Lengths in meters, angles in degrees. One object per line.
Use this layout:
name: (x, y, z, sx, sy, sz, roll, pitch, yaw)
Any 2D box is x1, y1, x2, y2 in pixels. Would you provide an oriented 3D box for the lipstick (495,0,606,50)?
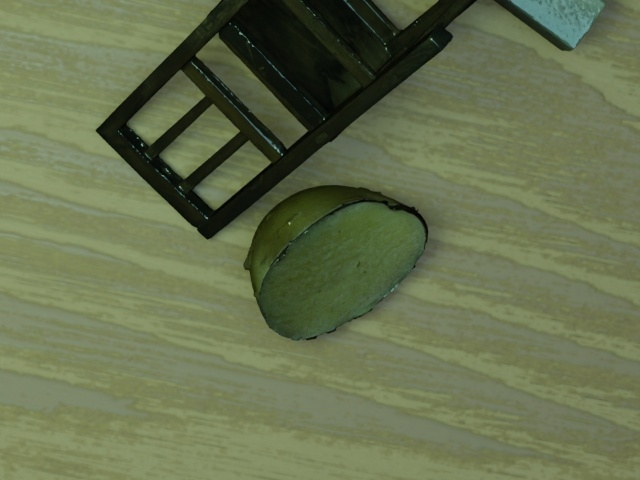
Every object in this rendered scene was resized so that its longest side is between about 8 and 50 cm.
lipstick: (0.162, -0.325, 1.733, 0.317, 0.066, 0.068, 36, 91, -9)

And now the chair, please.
chair: (-0.013, -0.212, 1.680, 0.203, 0.416, 0.240, 45, 45, -9)

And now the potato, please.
potato: (0.000, 0.000, 1.725, 0.202, 0.117, 0.182, -38, 139, -2)
